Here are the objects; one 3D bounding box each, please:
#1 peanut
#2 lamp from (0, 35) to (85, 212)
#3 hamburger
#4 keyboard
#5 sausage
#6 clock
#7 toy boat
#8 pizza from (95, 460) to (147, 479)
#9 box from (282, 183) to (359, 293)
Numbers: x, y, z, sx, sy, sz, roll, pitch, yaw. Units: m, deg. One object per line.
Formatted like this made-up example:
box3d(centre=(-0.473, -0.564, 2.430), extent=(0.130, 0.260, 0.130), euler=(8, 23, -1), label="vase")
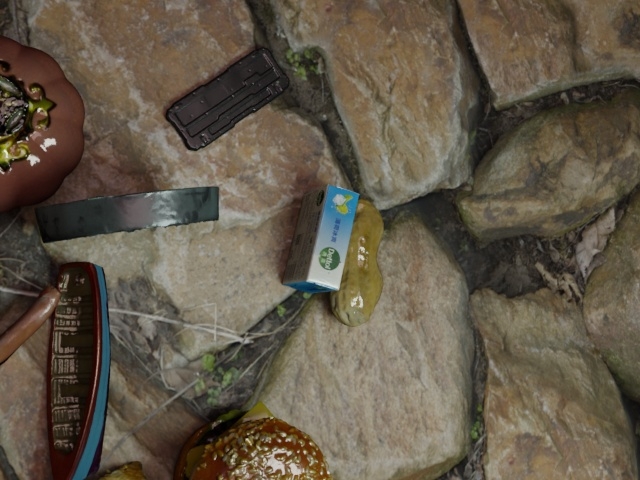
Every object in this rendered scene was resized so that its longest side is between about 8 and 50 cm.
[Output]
box3d(centre=(0.074, 0.043, 1.727), extent=(0.101, 0.117, 0.263), euler=(-1, 79, 18), label="peanut")
box3d(centre=(-0.541, -0.197, 1.425), extent=(0.305, 0.240, 0.305), euler=(2, 84, -22), label="lamp")
box3d(centre=(-0.115, 0.445, 1.538), extent=(0.291, 0.225, 0.291), euler=(4, 80, -20), label="hamburger")
box3d(centre=(-0.179, -0.281, 1.705), extent=(0.262, 0.016, 0.106), euler=(-39, 99, -21), label="keyboard")
box3d(centre=(-0.518, 0.152, 1.490), extent=(0.177, 0.047, 0.040), euler=(-47, 126, -8), label="sausage")
box3d(centre=(-0.322, -0.045, 1.463), extent=(0.313, 0.312, 0.061), euler=(-8, 92, -23), label="clock")
box3d(centre=(-0.419, 0.233, 1.501), extent=(0.079, 0.136, 0.392), euler=(9, 78, -53), label="toy boat")
box3d(centre=(-0.346, 0.449, 1.481), extent=(0.188, 0.199, 0.062), euler=(20, 108, 1), label="pizza")
box3d(centre=(0.000, -0.001, 1.680), extent=(0.073, 0.139, 0.194), euler=(17, 78, -20), label="box")
